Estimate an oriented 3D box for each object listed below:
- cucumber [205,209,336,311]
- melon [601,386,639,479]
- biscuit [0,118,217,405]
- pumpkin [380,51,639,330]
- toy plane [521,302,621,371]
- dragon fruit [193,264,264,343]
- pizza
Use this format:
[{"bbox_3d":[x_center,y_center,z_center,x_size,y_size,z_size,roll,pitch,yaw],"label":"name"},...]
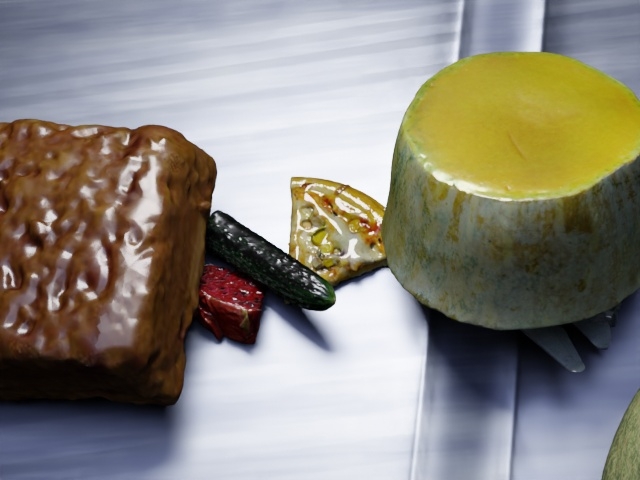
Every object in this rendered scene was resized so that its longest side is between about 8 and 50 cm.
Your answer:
[{"bbox_3d":[-0.057,0.031,1.679,0.215,0.058,0.052,30,56,35],"label":"cucumber"},{"bbox_3d":[0.423,0.252,1.440,0.248,0.248,0.329,16,64,13],"label":"melon"},{"bbox_3d":[-0.336,0.020,1.653,0.395,0.166,0.342,-1,66,16],"label":"biscuit"},{"bbox_3d":[0.224,-0.077,1.586,0.332,0.199,0.332,-5,36,4],"label":"pumpkin"},{"bbox_3d":[0.226,0.050,1.643,0.267,0.088,0.212,16,44,16],"label":"toy plane"},{"bbox_3d":[-0.132,0.081,1.695,0.131,0.063,0.097,10,28,4],"label":"dragon fruit"},{"bbox_3d":[0.000,0.000,1.721,0.176,0.036,0.185,-42,67,-14],"label":"pizza"}]
